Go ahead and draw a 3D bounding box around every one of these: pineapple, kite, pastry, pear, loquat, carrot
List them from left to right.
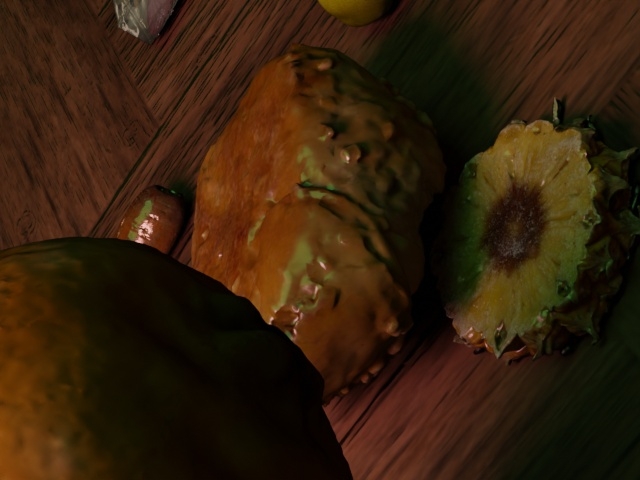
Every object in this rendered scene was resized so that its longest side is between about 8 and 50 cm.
[{"bbox_3d":[-0.133,0.161,0.831,0.328,0.328,0.328,-25,54,42],"label":"loquat"},{"bbox_3d":[-0.192,0.030,1.586,0.060,0.060,0.186,42,108,51],"label":"carrot"},{"bbox_3d":[-0.129,-0.383,1.740,0.360,0.022,0.204,-55,36,17],"label":"kite"},{"bbox_3d":[0.000,0.000,1.280,0.255,0.162,0.311,-33,45,50],"label":"pastry"},{"bbox_3d":[0.029,-0.245,1.424,0.092,0.097,0.092,-28,24,14],"label":"pear"},{"bbox_3d":[0.157,-0.010,1.191,0.221,0.047,0.221,-27,52,42],"label":"pineapple"}]
